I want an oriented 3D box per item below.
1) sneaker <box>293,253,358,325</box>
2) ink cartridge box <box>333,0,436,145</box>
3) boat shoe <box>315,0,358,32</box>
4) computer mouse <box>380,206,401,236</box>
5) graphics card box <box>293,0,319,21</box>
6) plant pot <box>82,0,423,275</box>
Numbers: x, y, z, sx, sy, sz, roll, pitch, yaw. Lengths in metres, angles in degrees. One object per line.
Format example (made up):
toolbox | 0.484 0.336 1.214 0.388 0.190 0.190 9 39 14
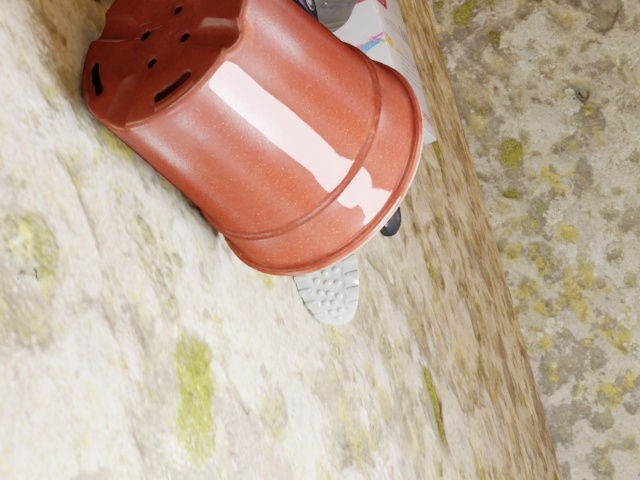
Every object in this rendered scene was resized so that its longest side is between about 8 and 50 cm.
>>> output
sneaker | 0.000 0.000 1.331 0.095 0.090 0.235 -12 85 -81
ink cartridge box | 0.103 -0.332 1.876 0.226 0.131 0.306 18 56 -69
boat shoe | 0.029 -0.442 1.559 0.123 0.324 0.116 -6 75 -33
computer mouse | 0.137 -0.082 1.873 0.071 0.041 0.242 61 20 -26
graphics card box | -0.130 -0.470 1.398 0.371 0.094 0.232 37 39 -61
plant pot | -0.078 -0.139 0.994 0.265 0.272 0.272 37 37 -46
